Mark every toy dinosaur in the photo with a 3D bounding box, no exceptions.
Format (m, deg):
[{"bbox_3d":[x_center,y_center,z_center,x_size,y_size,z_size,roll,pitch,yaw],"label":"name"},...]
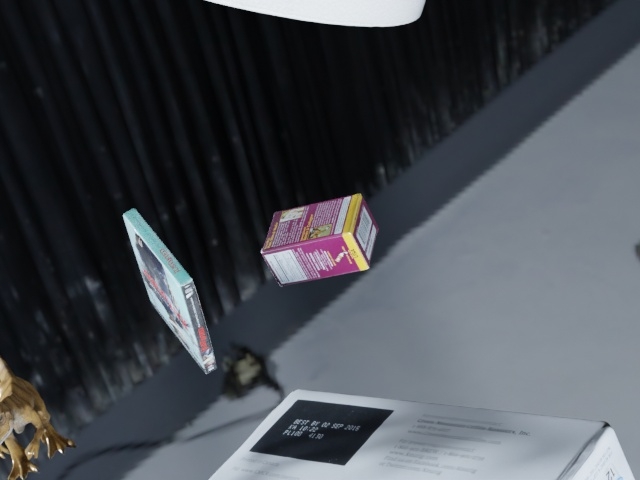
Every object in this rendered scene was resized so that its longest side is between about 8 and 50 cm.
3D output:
[{"bbox_3d":[-0.259,0.137,1.224,0.064,0.112,0.211,-23,18,-10],"label":"toy dinosaur"}]

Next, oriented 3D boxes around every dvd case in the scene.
[{"bbox_3d":[-0.114,0.040,1.096,0.013,0.119,0.087,-32,56,-16],"label":"dvd case"}]

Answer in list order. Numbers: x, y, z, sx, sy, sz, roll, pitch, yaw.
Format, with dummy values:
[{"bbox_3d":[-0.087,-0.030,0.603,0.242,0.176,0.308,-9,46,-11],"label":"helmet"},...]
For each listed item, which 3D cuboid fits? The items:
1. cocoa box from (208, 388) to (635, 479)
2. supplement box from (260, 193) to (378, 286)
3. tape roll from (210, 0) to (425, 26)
[{"bbox_3d":[0.076,0.283,1.138,0.347,0.228,0.231,0,35,47],"label":"cocoa box"},{"bbox_3d":[0.000,0.000,1.195,0.083,0.043,0.055,-11,37,24],"label":"supplement box"},{"bbox_3d":[-0.099,-0.255,1.059,0.392,0.072,0.392,16,19,-6],"label":"tape roll"}]
